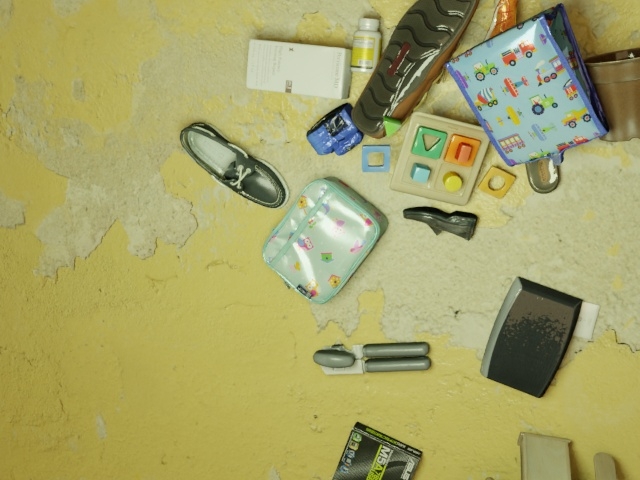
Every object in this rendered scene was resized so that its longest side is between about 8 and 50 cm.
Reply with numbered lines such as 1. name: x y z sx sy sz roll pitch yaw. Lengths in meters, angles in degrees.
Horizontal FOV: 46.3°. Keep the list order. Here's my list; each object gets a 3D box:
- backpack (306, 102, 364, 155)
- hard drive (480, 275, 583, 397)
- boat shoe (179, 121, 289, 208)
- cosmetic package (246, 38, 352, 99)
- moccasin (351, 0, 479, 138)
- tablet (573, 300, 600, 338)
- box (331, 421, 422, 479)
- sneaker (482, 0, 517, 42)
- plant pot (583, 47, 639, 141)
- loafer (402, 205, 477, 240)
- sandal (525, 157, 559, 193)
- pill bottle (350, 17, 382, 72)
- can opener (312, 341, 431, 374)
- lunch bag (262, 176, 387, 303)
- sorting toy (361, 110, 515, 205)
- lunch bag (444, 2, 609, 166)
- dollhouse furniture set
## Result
1. backpack: 0.033 -0.243 1.716 0.120 0.098 0.101 -31 95 19
2. hard drive: 0.477 0.227 1.705 0.172 0.054 0.254 21 107 13
3. boat shoe: -0.213 -0.173 1.807 0.302 0.091 0.114 34 109 8
4. cosmetic package: -0.047 -0.393 1.715 0.231 0.085 0.117 9 104 16
5. moccasin: 0.217 -0.384 1.619 0.139 0.147 0.380 37 114 21
6. tablet: 0.593 0.179 1.687 0.054 0.006 0.083 13 105 14
7. box: 0.139 0.579 1.889 0.184 0.045 0.190 24 108 13
8. sneaker: 0.394 -0.461 1.585 0.067 0.064 0.175 21 117 8
9. plant pot: 0.616 -0.292 1.506 0.167 0.167 0.165 -6 108 18
10. loafer: 0.269 -0.039 1.710 0.170 0.062 0.061 11 109 16
11. sandal: 0.462 -0.204 1.615 0.090 0.060 0.219 -12 98 18
12. pill bottle: 0.104 -0.434 1.670 0.065 0.065 0.116 9 104 15
13. can opener: 0.125 0.292 1.812 0.280 0.093 0.074 -5 99 13
14. lunch bag: 0.000 0.000 1.772 0.224 0.108 0.279 39 110 5
15. sorting toy: 0.263 -0.169 1.622 0.348 0.047 0.196 12 119 -6
16. lunch bag: 0.427 -0.284 1.505 0.221 0.138 0.293 -20 102 40
17. dollhouse furniture set: 0.522 0.641 1.789 0.303 0.173 0.355 8 131 8
